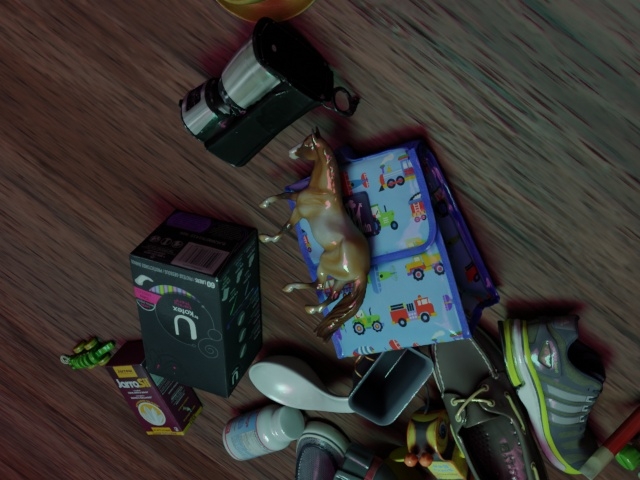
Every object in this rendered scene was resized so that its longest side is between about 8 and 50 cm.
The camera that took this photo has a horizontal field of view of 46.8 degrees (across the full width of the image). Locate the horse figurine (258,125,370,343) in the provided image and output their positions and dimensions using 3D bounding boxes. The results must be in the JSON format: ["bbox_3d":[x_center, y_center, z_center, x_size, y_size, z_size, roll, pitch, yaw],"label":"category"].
[{"bbox_3d":[0.000,0.000,1.014,0.174,0.066,0.263,-31,77,37],"label":"horse figurine"}]

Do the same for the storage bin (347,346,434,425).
[{"bbox_3d":[0.097,0.199,1.149,0.098,0.091,0.135,31,105,-13],"label":"storage bin"}]

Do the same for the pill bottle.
[{"bbox_3d":[-0.108,0.366,1.424,0.160,0.087,0.087,-28,108,37],"label":"pill bottle"}]

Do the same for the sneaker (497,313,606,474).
[{"bbox_3d":[0.366,0.230,1.087,0.121,0.111,0.300,-19,119,25],"label":"sneaker"}]

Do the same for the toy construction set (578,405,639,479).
[{"bbox_3d":[0.482,0.418,1.008,0.309,0.237,0.257,45,164,25],"label":"toy construction set"}]

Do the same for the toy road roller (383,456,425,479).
[{"bbox_3d":[0.095,0.566,1.284,0.240,0.329,0.203,37,138,34],"label":"toy road roller"}]

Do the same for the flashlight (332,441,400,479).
[{"bbox_3d":[0.165,0.441,1.211,0.303,0.103,0.103,24,117,11],"label":"flashlight"}]

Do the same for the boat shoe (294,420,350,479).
[{"bbox_3d":[-0.003,0.521,1.435,0.127,0.158,0.341,6,125,22],"label":"boat shoe"}]

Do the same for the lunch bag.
[{"bbox_3d":[0.091,-0.001,1.059,0.220,0.138,0.293,-16,101,35],"label":"lunch bag"}]

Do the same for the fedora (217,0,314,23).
[{"bbox_3d":[-0.084,-0.349,0.906,0.194,0.079,0.194,12,127,17],"label":"fedora"}]

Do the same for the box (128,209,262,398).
[{"bbox_3d":[-0.203,0.109,1.249,0.165,0.143,0.271,14,128,18],"label":"box"}]

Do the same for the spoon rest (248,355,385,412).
[{"bbox_3d":[-0.004,0.252,1.287,0.276,0.084,0.137,-7,131,28],"label":"spoon rest"}]

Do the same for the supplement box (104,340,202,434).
[{"bbox_3d":[-0.333,0.296,1.487,0.104,0.081,0.188,-9,118,31],"label":"supplement box"}]

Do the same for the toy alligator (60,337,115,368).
[{"bbox_3d":[-0.503,0.250,1.555,0.189,0.051,0.056,-20,112,35],"label":"toy alligator"}]

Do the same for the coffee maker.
[{"bbox_3d":[-0.076,-0.179,0.997,0.171,0.120,0.178,47,130,-12],"label":"coffee maker"}]

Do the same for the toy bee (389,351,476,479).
[{"bbox_3d":[0.183,0.330,1.209,0.298,0.162,0.195,46,132,-10],"label":"toy bee"}]

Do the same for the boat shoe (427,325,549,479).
[{"bbox_3d":[0.245,0.262,1.092,0.116,0.096,0.325,-24,82,17],"label":"boat shoe"}]
